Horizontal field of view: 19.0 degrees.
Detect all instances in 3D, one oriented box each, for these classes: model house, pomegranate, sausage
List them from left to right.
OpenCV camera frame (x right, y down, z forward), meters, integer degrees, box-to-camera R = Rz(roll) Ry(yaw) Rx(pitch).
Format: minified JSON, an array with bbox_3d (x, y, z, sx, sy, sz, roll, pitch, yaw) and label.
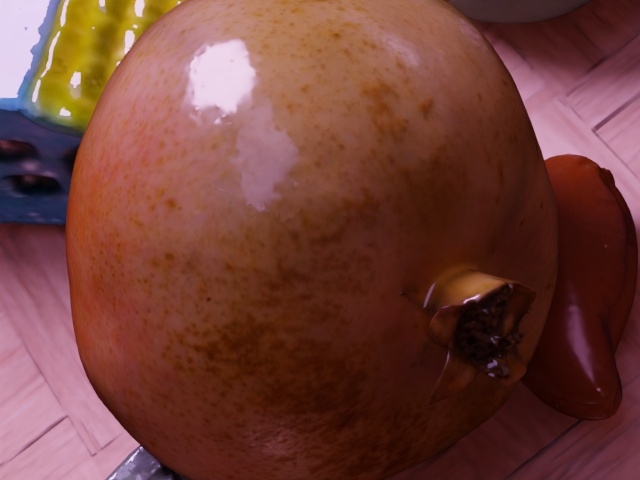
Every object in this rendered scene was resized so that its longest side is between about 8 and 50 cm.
[{"bbox_3d":[-0.151,-0.142,1.326,0.303,0.215,0.237,4,64,21],"label":"model house"},{"bbox_3d":[0.000,0.000,1.077,0.319,0.319,0.319,-10,60,18],"label":"pomegranate"},{"bbox_3d":[0.153,0.031,1.174,0.089,0.089,0.179,-10,55,18],"label":"sausage"}]

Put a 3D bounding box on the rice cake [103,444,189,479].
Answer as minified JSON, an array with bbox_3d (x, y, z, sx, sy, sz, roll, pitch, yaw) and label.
[{"bbox_3d":[-0.156,0.206,1.162,0.037,0.189,0.198,42,87,5],"label":"rice cake"}]

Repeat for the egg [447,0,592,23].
[{"bbox_3d":[0.103,-0.257,1.279,0.203,0.203,0.282,-45,51,-5],"label":"egg"}]
